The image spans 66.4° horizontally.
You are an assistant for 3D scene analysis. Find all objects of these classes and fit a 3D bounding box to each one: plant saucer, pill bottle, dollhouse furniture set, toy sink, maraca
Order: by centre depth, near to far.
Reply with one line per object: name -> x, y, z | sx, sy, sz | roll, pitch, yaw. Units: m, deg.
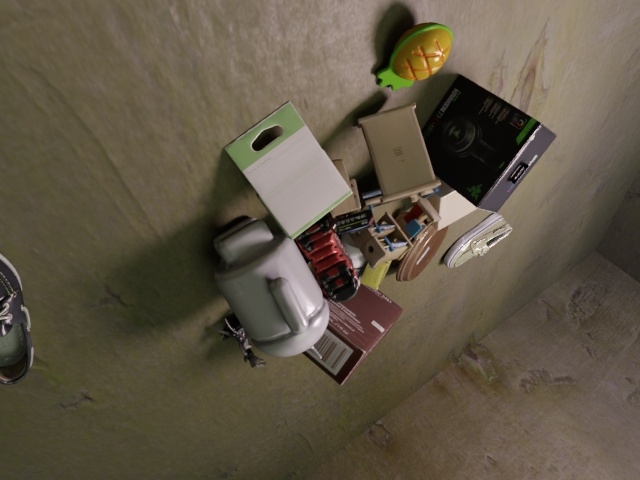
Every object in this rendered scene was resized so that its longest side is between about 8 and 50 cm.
maraca -> 0.201, -0.390, 1.050 | 0.127, 0.099, 0.186 | 6, 150, -36
dollhouse furniture set -> 0.134, -0.178, 1.248 | 0.287, 0.198, 0.303 | -16, 176, 0
dollhouse furniture set -> 0.193, -0.041, 1.303 | 0.129, 0.129, 0.183 | -13, 151, -44
pill bottle -> 0.082, 0.061, 1.422 | 0.108, 0.108, 0.180 | -17, 139, -33
toy sink -> 0.412, -0.168, 1.481 | 0.234, 0.131, 0.152 | -29, 145, -11
plant saucer -> 0.352, 0.032, 1.661 | 0.278, 0.041, 0.277 | -43, 156, -25

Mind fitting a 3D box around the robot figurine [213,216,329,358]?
robot figurine -> -0.109, 0.121, 1.129 | 0.200, 0.300, 0.353 | -32, 106, -11

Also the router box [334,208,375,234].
router box -> 0.087, -0.043, 1.198 | 0.092, 0.038, 0.122 | -16, 177, 7

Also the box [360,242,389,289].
box -> 0.177, 0.071, 1.467 | 0.232, 0.058, 0.087 | -36, 147, -71

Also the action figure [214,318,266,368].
action figure -> -0.160, 0.266, 1.382 | 0.276, 0.140, 0.164 | 5, 136, -50

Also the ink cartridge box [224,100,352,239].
ink cartridge box -> -0.066, -0.143, 1.028 | 0.171, 0.056, 0.235 | -38, 104, -7

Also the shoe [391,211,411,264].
shoe -> 0.257, -0.015, 1.566 | 0.219, 0.077, 0.058 | 98, 14, -45

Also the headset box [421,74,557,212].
headset box -> 0.415, -0.241, 1.263 | 0.131, 0.283, 0.246 | 6, 125, -49

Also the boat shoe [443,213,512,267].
boat shoe -> 0.621, 0.011, 1.927 | 0.302, 0.094, 0.109 | -40, 147, -3

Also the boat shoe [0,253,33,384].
boat shoe -> -0.570, 0.140, 0.859 | 0.114, 0.091, 0.302 | -22, 142, -28

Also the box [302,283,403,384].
box -> 0.094, 0.254, 1.469 | 0.143, 0.191, 0.381 | -58, 165, 21

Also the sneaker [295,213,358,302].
sneaker -> 0.009, 0.020, 1.207 | 0.098, 0.276, 0.135 | -26, 176, 4

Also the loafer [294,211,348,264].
loafer -> 0.000, 0.000, 1.295 | 0.220, 0.078, 0.080 | -47, 146, 8
